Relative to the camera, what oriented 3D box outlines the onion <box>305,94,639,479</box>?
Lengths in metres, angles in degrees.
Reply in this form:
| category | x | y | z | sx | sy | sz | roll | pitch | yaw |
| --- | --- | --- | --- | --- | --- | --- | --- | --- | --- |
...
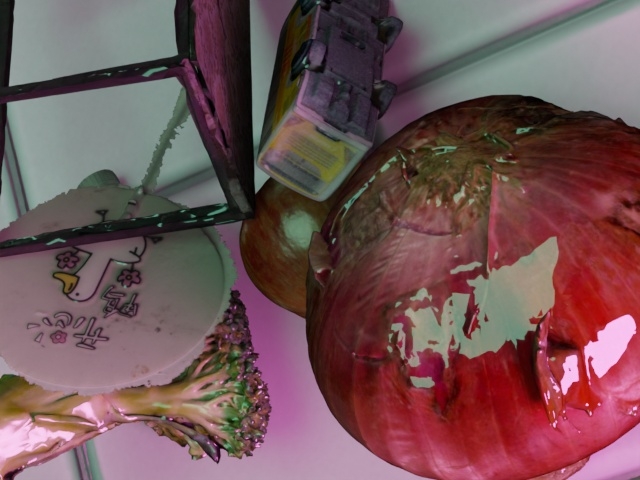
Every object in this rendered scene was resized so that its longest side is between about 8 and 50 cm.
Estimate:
| category | x | y | z | sx | sy | sz | roll | pitch | yaw |
| --- | --- | --- | --- | --- | --- | --- | --- | --- | --- |
| onion | 0.148 | 0.038 | 1.563 | 0.354 | 0.353 | 0.353 | -3 | 84 | 30 |

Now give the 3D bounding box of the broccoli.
| category | x | y | z | sx | sy | sz | roll | pitch | yaw |
| --- | --- | --- | --- | --- | --- | --- | --- | --- | --- |
| broccoli | -0.238 | 0.133 | 1.776 | 0.252 | 0.361 | 0.221 | -119 | 29 | -47 |

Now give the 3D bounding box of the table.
| category | x | y | z | sx | sy | sz | roll | pitch | yaw |
| --- | --- | --- | --- | --- | --- | --- | --- | --- | --- |
| table | -0.215 | -0.193 | 1.741 | 0.272 | 0.222 | 0.335 | -8 | 53 | 7 |

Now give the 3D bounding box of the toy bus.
| category | x | y | z | sx | sy | sz | roll | pitch | yaw |
| --- | --- | --- | --- | --- | --- | --- | --- | --- | --- |
| toy bus | 0.006 | -0.143 | 1.714 | 0.092 | 0.268 | 0.106 | 30 | 121 | -14 |

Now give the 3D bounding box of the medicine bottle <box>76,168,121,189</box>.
| category | x | y | z | sx | sy | sz | roll | pitch | yaw |
| --- | --- | --- | --- | --- | --- | --- | --- | --- | --- |
| medicine bottle | -0.203 | -0.024 | 1.931 | 0.047 | 0.047 | 0.083 | -41 | 67 | 21 |

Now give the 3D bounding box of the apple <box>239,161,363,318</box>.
| category | x | y | z | sx | sy | sz | roll | pitch | yaw |
| --- | --- | --- | --- | --- | --- | --- | --- | --- | --- |
| apple | 0.000 | 0.000 | 1.758 | 0.146 | 0.146 | 0.131 | -44 | 69 | 20 |

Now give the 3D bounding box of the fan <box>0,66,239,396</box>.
| category | x | y | z | sx | sy | sz | roll | pitch | yaw |
| --- | --- | --- | --- | --- | --- | --- | --- | --- | --- |
| fan | -0.171 | -0.027 | 1.783 | 0.233 | 0.012 | 0.414 | 12 | 51 | 8 |
